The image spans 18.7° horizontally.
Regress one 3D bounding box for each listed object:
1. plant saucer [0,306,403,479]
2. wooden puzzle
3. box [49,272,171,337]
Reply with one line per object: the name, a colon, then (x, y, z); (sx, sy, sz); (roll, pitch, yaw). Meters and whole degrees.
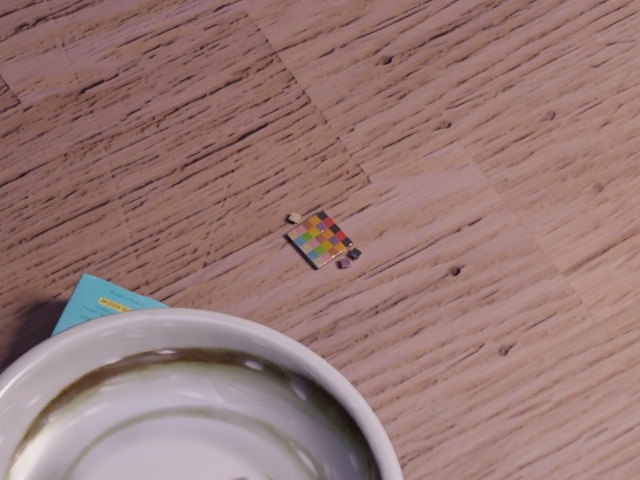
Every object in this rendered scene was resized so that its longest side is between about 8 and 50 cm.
plant saucer: (-0.127, 0.250, 1.676); (0.401, 0.100, 0.400); (4, 56, -5)
wooden puzzle: (0.000, 0.000, 1.978); (0.049, 0.006, 0.083); (-34, 72, -26)
box: (-0.228, 0.156, 1.813); (0.101, 0.060, 0.244); (22, 59, 2)
